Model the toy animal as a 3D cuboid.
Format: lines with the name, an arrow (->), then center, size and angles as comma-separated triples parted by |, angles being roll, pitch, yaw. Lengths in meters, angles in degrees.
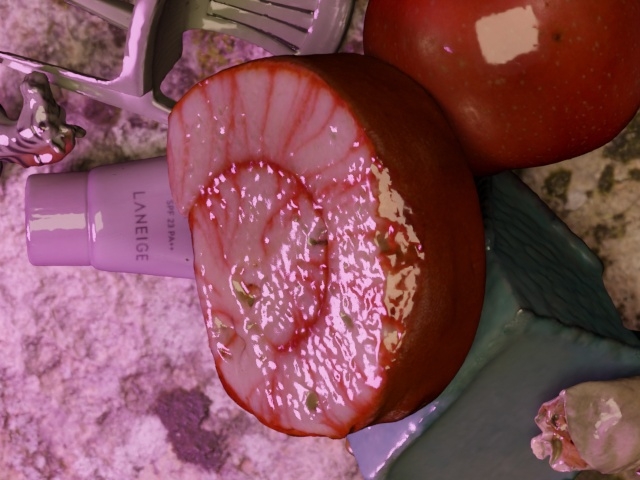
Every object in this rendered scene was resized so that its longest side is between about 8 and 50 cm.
toy animal -> -0.346, -0.111, 1.645 | 0.170, 0.255, 0.090 | 44, 62, -18

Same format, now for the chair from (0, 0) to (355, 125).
chair -> -0.126, -0.224, 1.598 | 0.274, 0.190, 0.203 | 24, 121, 9

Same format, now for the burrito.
burrito -> 0.374, 0.158, 1.573 | 0.392, 0.076, 0.117 | -2, 142, -19

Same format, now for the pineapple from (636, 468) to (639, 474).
pineapple -> 0.343, 0.370, 1.642 | 0.262, 0.262, 0.272 | 33, 121, 1

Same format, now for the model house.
model house -> 0.137, 0.090, 1.634 | 0.230, 0.249, 0.280 | 20, 122, -36

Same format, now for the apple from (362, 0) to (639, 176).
apple -> 0.168, -0.174, 1.518 | 0.260, 0.260, 0.216 | -20, 101, 12

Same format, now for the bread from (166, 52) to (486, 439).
bread -> 0.003, 0.002, 1.478 | 0.295, 0.114, 0.328 | -9, 92, 48

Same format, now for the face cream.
face cream -> -0.147, -0.022, 1.696 | 0.274, 0.096, 0.154 | -2, 99, -4
